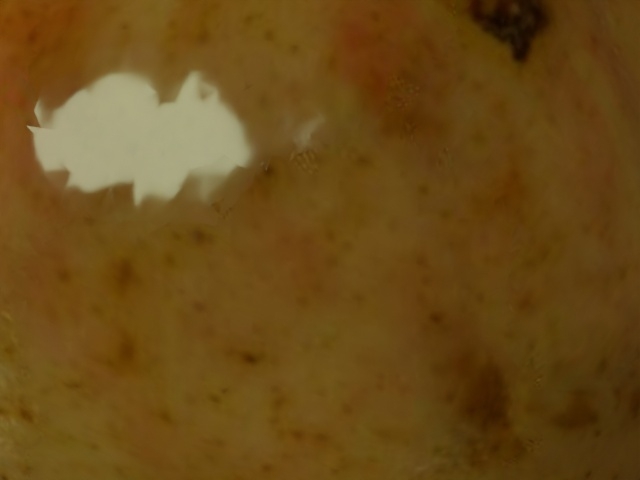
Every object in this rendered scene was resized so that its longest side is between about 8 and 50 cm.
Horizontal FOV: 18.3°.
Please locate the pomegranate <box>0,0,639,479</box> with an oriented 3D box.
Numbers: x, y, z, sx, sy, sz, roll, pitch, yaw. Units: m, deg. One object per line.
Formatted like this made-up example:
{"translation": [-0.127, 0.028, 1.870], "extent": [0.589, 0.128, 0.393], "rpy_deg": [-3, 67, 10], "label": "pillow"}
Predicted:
{"translation": [0.000, 0.000, 0.674], "extent": [0.342, 0.342, 0.342], "rpy_deg": [-7, 76, 29], "label": "pomegranate"}
